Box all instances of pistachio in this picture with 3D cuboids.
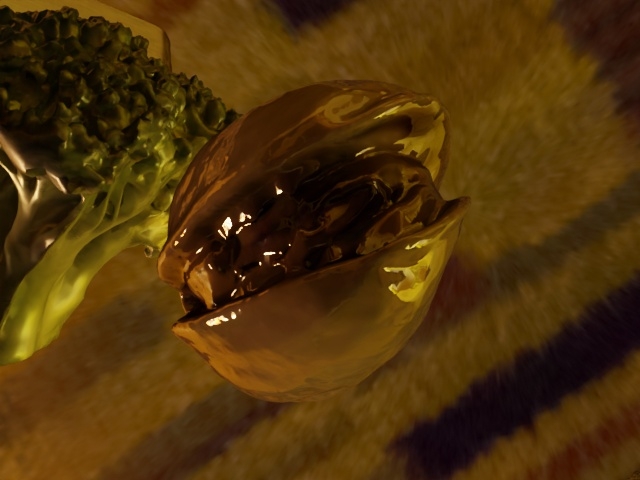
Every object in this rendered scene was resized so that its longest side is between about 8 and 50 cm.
[{"bbox_3d":[0.000,0.000,0.825,0.131,0.206,0.129,-21,84,-27],"label":"pistachio"}]

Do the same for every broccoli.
[{"bbox_3d":[-0.174,-0.029,1.223,0.248,0.288,0.245,9,98,14],"label":"broccoli"}]

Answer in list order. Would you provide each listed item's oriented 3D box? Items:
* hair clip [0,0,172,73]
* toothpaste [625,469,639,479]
[{"bbox_3d":[-0.268,-0.179,1.574,0.101,0.331,0.085,-11,70,36],"label":"hair clip"},{"bbox_3d":[0.319,0.329,1.533,0.066,0.076,0.320,-46,123,-35],"label":"toothpaste"}]
